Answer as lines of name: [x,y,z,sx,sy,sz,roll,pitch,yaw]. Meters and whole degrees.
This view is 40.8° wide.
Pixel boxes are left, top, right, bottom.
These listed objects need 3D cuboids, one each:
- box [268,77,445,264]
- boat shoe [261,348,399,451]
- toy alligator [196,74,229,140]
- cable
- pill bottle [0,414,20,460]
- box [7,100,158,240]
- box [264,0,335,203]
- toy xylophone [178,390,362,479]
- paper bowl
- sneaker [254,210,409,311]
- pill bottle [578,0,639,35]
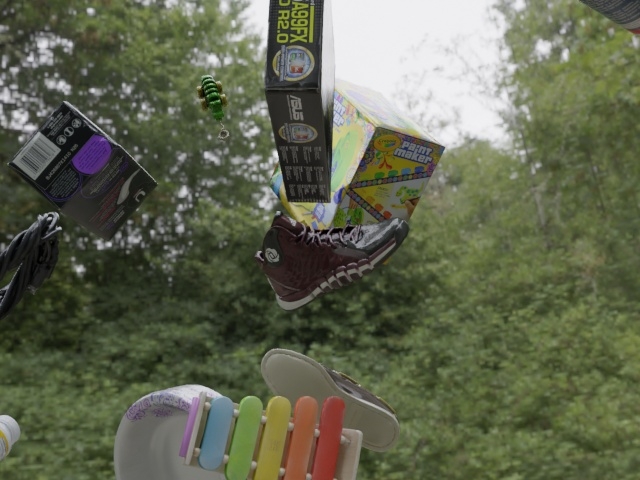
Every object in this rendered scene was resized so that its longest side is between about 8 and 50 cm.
box: [0.065,-0.151,1.777,0.177,0.290,0.279,12,-66,-32]
boat shoe: [0.023,0.329,1.812,0.324,0.117,0.097,29,6,8]
toy alligator: [-0.238,-0.310,1.925,0.056,0.190,0.051,-15,-29,-10]
cable: [-0.393,0.034,1.096,0.150,0.047,0.184,-42,-7,-50]
pill bottle: [-0.503,0.309,1.280,0.065,0.065,0.116,-18,10,24]
box: [-0.451,-0.127,1.669,0.165,0.143,0.270,-49,-12,-6]
box: [-0.018,-0.196,1.013,0.060,0.216,0.270,0,-23,3]
toy xylophone: [-0.086,0.364,1.399,0.322,0.236,0.081,11,-15,-28]
paper bowl: [-0.238,0.412,1.608,0.284,0.284,0.148,-21,-10,31]
sneaker: [0.000,0.000,1.461,0.281,0.162,0.106,-31,14,24]
pill bottle: [0.322,-0.313,0.958,0.180,0.108,0.108,22,-32,-21]
